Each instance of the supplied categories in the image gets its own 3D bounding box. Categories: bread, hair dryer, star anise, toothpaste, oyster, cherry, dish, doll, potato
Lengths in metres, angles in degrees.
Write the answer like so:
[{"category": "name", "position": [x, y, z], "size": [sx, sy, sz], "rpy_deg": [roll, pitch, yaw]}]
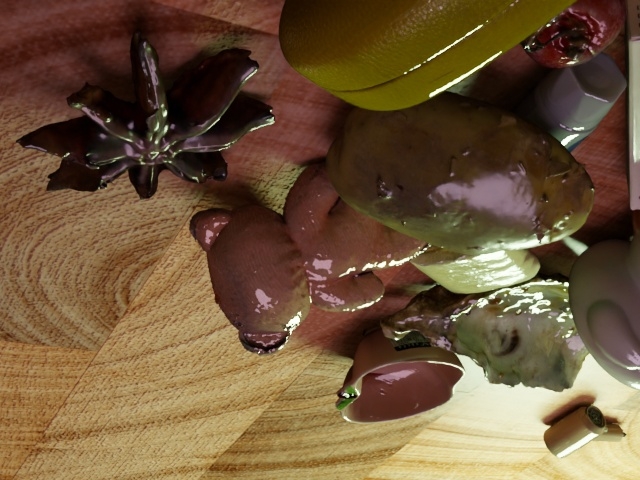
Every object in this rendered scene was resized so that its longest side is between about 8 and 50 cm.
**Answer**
[{"category": "bread", "position": [0.203, 0.020, 1.440], "size": [0.140, 0.060, 0.178], "rpy_deg": [-13, 159, 19]}, {"category": "hair dryer", "position": [0.520, 0.359, 2.071], "size": [0.182, 0.064, 0.117], "rpy_deg": [7, 142, -37]}, {"category": "star anise", "position": [-0.180, -0.117, 1.140], "size": [0.288, 0.088, 0.288], "rpy_deg": [-18, 158, -7]}, {"category": "toothpaste", "position": [0.230, -0.094, 1.315], "size": [0.125, 0.079, 0.371], "rpy_deg": [1, 153, -23]}, {"category": "oyster", "position": [0.290, 0.107, 1.612], "size": [0.396, 0.111, 0.204], "rpy_deg": [17, 120, -34]}, {"category": "cherry", "position": [0.238, -0.210, 1.042], "size": [0.107, 0.090, 0.225], "rpy_deg": [-19, -172, 16]}, {"category": "dish", "position": [0.111, 0.195, 1.684], "size": [0.213, 0.090, 0.213], "rpy_deg": [-9, 148, -6]}, {"category": "doll", "position": [0.000, 0.000, 1.353], "size": [0.303, 0.156, 0.201], "rpy_deg": [-23, 107, -13]}, {"category": "potato", "position": [0.151, -0.070, 1.199], "size": [0.296, 0.141, 0.191], "rpy_deg": [12, 139, 4]}, {"category": "doll", "position": [0.462, 0.075, 1.481], "size": [0.221, 0.251, 0.221], "rpy_deg": [-20, 172, -3]}]

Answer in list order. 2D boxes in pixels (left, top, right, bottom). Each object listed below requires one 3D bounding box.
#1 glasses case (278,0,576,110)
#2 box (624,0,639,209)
[{"category": "glasses case", "position": [0.115, -0.249, 0.946], "size": [0.371, 0.173, 0.141], "rpy_deg": [-33, 139, 31]}, {"category": "box", "position": [0.455, -0.151, 1.234], "size": [0.214, 0.069, 0.353], "rpy_deg": [-4, 149, 13]}]
